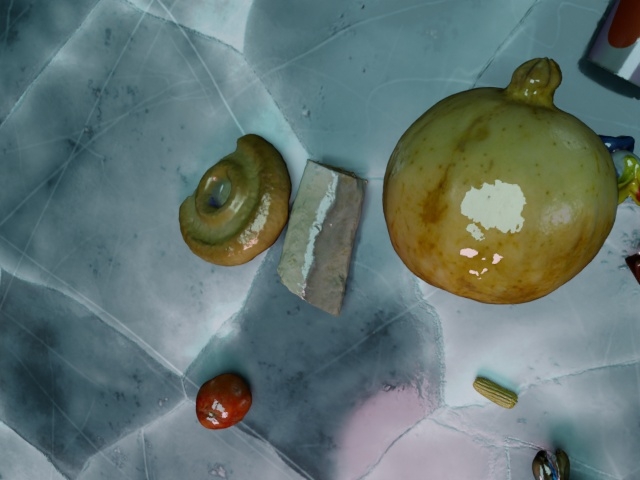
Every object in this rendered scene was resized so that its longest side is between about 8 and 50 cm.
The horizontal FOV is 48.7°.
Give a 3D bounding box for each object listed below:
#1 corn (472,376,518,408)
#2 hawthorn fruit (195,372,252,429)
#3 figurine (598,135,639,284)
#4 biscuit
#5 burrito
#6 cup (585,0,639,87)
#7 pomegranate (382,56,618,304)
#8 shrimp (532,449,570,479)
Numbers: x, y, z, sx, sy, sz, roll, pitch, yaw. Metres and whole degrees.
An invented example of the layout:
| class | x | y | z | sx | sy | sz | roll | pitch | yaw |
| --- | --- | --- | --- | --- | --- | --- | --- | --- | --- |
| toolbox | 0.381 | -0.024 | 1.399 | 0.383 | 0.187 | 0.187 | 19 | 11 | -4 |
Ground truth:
| class | x | y | z | sx | sy | sz | roll | pitch | yaw |
| --- | --- | --- | --- | --- | --- | --- | --- | --- | --- |
| corn | 0.342 | 0.299 | 1.388 | 0.092 | 0.037 | 0.037 | 30 | 105 | 10 |
| hawthorn fruit | -0.209 | 0.343 | 1.495 | 0.128 | 0.128 | 0.128 | 2 | 100 | 14 |
| figurine | 0.603 | -0.066 | 1.222 | 0.338 | 0.205 | 0.283 | 38 | 113 | 18 |
| biscuit | -0.166 | -0.067 | 1.404 | 0.274 | 0.091 | 0.213 | -49 | 57 | 12 |
| burrito | 0.003 | 0.000 | 1.380 | 0.143 | 0.105 | 0.299 | 8 | 102 | -22 |
| cup | 0.573 | -0.393 | 1.147 | 0.203 | 0.203 | 0.288 | 32 | 112 | 7 |
| pomegranate | 0.295 | -0.100 | 1.162 | 0.411 | 0.410 | 0.409 | 2 | 100 | 14 |
| shrimp | 0.438 | 0.613 | 1.391 | 0.221 | 0.110 | 0.445 | 6 | 105 | 22 |
